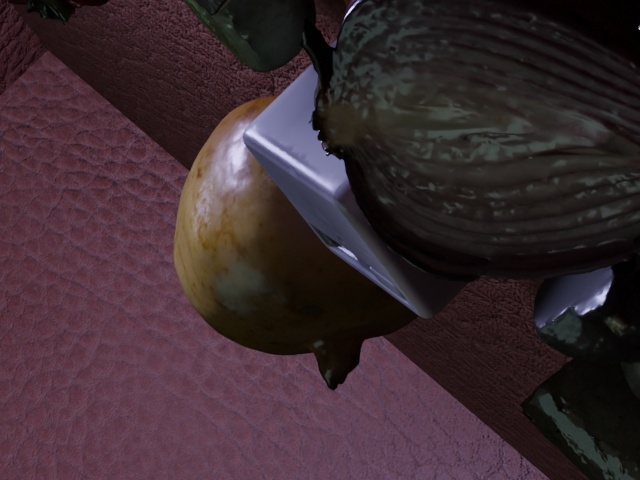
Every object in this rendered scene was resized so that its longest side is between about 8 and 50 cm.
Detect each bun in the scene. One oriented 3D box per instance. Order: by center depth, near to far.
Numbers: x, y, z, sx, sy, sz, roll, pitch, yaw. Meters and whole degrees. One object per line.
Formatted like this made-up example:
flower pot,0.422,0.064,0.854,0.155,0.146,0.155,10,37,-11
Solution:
bun,-0.079,-0.267,1.895,0.195,0.118,0.195,50,175,6

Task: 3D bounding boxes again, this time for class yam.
yam,0.358,0.220,2.011,0.268,0.161,0.161,41,172,19

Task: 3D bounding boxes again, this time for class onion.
onion,0.178,-0.104,1.313,0.349,0.159,0.267,8,134,16

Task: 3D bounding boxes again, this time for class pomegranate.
pomegranate,0.000,0.000,2.117,0.342,0.342,0.342,44,172,7

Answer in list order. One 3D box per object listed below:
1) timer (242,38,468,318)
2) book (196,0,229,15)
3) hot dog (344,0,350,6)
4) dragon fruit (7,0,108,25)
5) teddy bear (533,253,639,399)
timer,0.079,-0.077,1.769,0.192,0.195,0.194,36,169,49
book,-0.105,-0.319,1.708,0.160,0.024,0.228,45,144,-1
hot dog,0.046,-0.234,1.668,0.071,0.045,0.165,49,172,-16
dragon fruit,-0.285,-0.378,1.957,0.299,0.244,0.244,59,177,19
teddy bear,0.306,0.065,1.626,0.251,0.144,0.171,32,-146,-28
